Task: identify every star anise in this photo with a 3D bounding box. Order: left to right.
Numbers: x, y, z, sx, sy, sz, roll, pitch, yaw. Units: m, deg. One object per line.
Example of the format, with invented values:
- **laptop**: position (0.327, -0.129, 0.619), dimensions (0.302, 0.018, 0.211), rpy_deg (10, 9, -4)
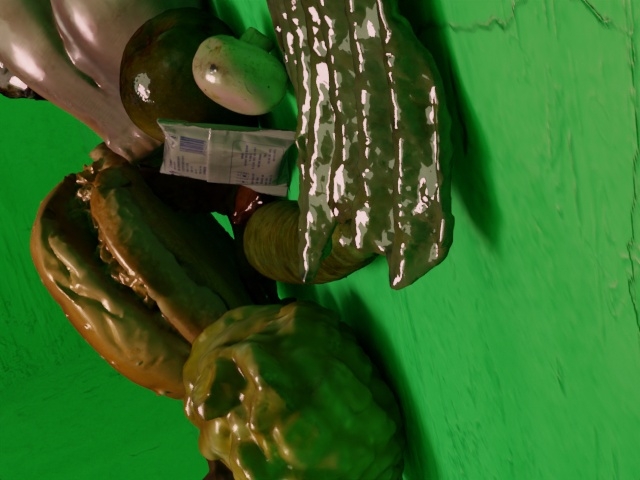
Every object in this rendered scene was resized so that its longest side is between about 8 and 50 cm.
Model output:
- **star anise**: position (-0.092, -0.005, 1.958), dimensions (0.140, 0.158, 0.144), rpy_deg (20, 99, 33)

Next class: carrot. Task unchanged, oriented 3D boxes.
- **carrot**: position (0.000, 0.000, 1.608), dimensions (0.358, 0.074, 0.074), rpy_deg (179, 70, -77)

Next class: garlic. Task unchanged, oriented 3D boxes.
- **garlic**: position (-0.212, -0.271, 2.001), dimensions (0.231, 0.246, 0.340), rpy_deg (-51, 30, 30)

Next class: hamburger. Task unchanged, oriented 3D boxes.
- **hamburger**: position (-0.163, 0.040, 2.029), dimensions (0.318, 0.158, 0.318), rpy_deg (43, -167, -12)

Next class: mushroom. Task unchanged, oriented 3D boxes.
- **mushroom**: position (-0.064, -0.141, 1.651), dimensions (0.083, 0.067, 0.083), rpy_deg (32, 173, 4)

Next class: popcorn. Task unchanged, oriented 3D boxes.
- **popcorn**: position (-0.020, 0.171, 1.786), dimensions (0.225, 0.174, 0.286), rpy_deg (64, 170, -7)

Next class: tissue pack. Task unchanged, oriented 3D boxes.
- **tissue pack**: position (-0.084, -0.075, 1.772), dimensions (0.193, 0.123, 0.026), rpy_deg (109, 166, -77)

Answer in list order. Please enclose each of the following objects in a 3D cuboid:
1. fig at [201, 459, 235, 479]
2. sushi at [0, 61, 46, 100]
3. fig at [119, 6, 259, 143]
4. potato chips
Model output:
- **fig**: position (-0.066, 0.311, 2.115), dimensions (0.286, 0.286, 0.368), rpy_deg (88, 166, -64)
- **sushi**: position (-0.324, -0.316, 2.262), dimensions (0.182, 0.196, 0.343), rpy_deg (10, -119, -65)
- **fig**: position (-0.116, -0.119, 1.831), dimensions (0.133, 0.127, 0.185), rpy_deg (24, 134, 57)
- **potato chips**: position (-0.027, -0.162, 1.293), dimensions (0.373, 0.097, 0.389), rpy_deg (-163, 51, -77)
